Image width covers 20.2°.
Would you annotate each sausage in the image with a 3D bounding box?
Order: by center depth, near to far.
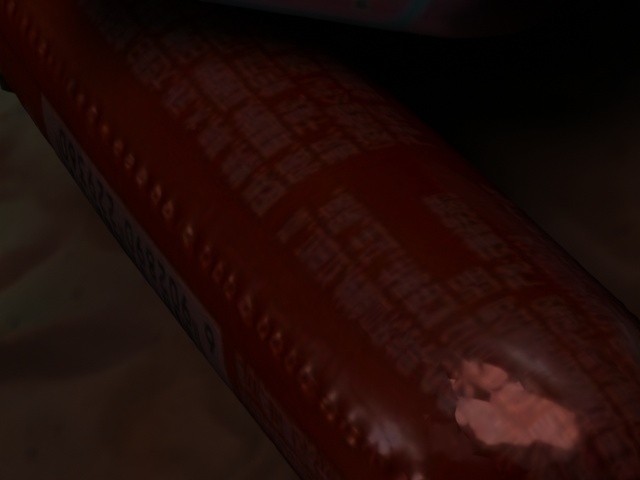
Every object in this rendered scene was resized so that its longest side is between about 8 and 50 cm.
[{"bbox_3d":[0.000,0.000,0.393,0.074,0.074,0.274,-43,42,1],"label":"sausage"}]

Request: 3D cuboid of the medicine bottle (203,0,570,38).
[{"bbox_3d":[0.018,-0.105,0.402,0.188,0.094,0.119,10,28,9],"label":"medicine bottle"}]
